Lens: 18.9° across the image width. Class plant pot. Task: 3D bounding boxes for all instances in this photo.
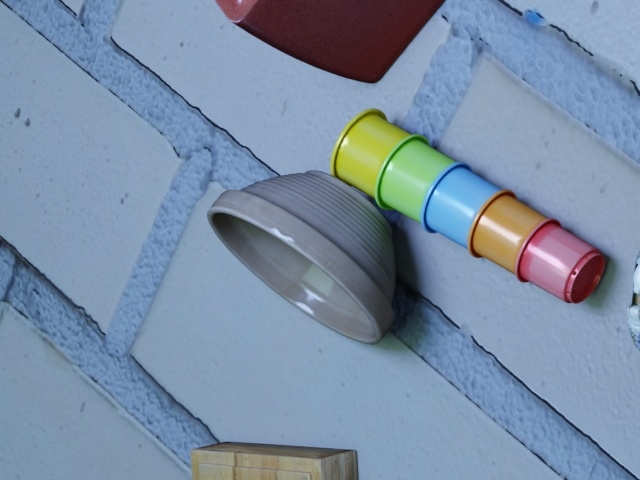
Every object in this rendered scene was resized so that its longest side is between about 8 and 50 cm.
[{"bbox_3d":[-0.014,-0.347,2.036,0.267,0.235,0.267,-49,64,32],"label":"plant pot"},{"bbox_3d":[0.000,0.000,2.104,0.237,0.237,0.110,26,72,35],"label":"plant pot"}]

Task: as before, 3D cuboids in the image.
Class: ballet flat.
[{"bbox_3d":[0.323,0.058,1.924,0.041,0.041,0.114,15,104,37],"label":"ballet flat"}]

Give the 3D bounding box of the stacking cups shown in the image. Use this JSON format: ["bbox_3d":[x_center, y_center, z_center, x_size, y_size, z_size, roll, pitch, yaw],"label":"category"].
[{"bbox_3d":[0.156,-0.038,2.020,0.316,0.096,0.096,29,112,32],"label":"stacking cups"}]

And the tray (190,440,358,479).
[{"bbox_3d":[-0.047,0.447,2.241,0.203,0.076,0.411,-1,94,40],"label":"tray"}]
